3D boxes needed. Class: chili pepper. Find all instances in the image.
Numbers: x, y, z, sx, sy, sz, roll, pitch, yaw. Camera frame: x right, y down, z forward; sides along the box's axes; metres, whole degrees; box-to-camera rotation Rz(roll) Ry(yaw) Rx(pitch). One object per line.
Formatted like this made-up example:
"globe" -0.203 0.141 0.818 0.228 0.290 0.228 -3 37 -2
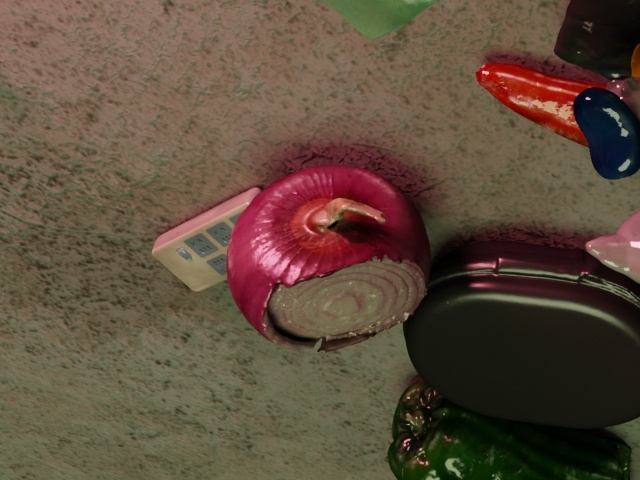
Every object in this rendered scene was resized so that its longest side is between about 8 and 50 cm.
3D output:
"chili pepper" 0.229 -0.134 1.703 0.169 0.065 0.088 19 150 6
"chili pepper" 0.244 0.312 2.129 0.385 0.167 0.213 32 144 -24

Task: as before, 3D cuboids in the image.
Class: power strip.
"power strip" -0.108 0.000 2.005 0.192 0.035 0.081 -25 124 39

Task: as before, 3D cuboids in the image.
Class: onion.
"onion" 0.004 0.008 1.856 0.207 0.200 0.200 -37 120 13

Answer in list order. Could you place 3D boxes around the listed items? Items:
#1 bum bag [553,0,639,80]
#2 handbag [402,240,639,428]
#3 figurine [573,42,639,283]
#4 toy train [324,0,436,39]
"bum bag" 0.286 -0.242 1.552 0.137 0.074 0.310 4 140 1
"handbag" 0.244 0.101 1.945 0.308 0.093 0.254 7 138 14
"figurine" 0.354 -0.065 1.594 0.283 0.204 0.338 -43 136 20
"toy train" -0.015 -0.354 1.395 0.397 0.253 0.160 38 135 -24
